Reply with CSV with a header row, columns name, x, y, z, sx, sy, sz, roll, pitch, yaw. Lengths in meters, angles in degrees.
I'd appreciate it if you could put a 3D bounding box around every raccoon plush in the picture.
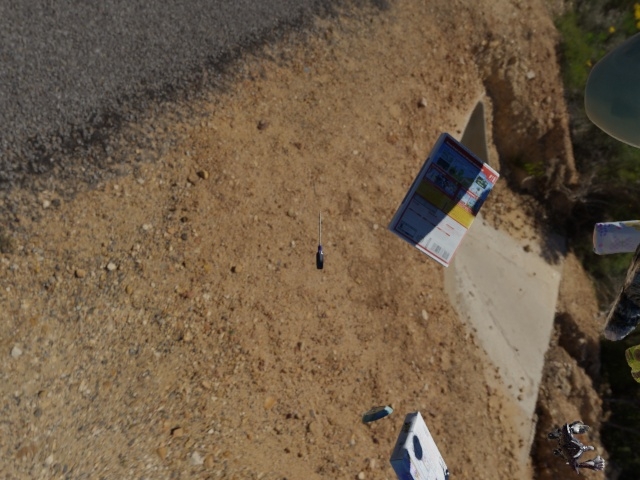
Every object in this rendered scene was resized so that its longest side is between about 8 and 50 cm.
name,x,y,z,sx,sy,sz,roll,pitch,yaw
raccoon plush,1.045,0.144,1.219,0.299,0.446,0.216,21,50,28

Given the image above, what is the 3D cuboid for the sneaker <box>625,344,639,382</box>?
name,x,y,z,sx,sy,sz,roll,pitch,yaw
sneaker,0.755,0.242,0.905,0.295,0.124,0.109,49,27,-68

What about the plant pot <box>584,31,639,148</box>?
name,x,y,z,sx,sy,sz,roll,pitch,yaw
plant pot,0.722,-0.338,0.958,0.290,0.195,0.290,-10,107,-36

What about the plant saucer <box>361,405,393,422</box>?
name,x,y,z,sx,sy,sz,roll,pitch,yaw
plant saucer,0.198,0.615,1.535,0.119,0.119,0.021,-11,76,-38

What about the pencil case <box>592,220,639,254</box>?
name,x,y,z,sx,sy,sz,roll,pitch,yaw
pencil case,1.114,-0.010,1.508,0.113,0.273,0.124,-54,132,-42

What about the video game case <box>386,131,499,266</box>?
name,x,y,z,sx,sy,sz,roll,pitch,yaw
video game case,0.318,-0.100,1.105,0.204,0.025,0.285,31,88,-20

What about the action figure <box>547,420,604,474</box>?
name,x,y,z,sx,sy,sz,roll,pitch,yaw
action figure,0.911,0.730,1.535,0.141,0.275,0.164,-11,67,10

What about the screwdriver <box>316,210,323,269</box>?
name,x,y,z,sx,sy,sz,roll,pitch,yaw
screwdriver,0.000,0.000,1.231,0.025,0.024,0.169,-8,103,-60

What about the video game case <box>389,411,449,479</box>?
name,x,y,z,sx,sy,sz,roll,pitch,yaw
video game case,0.348,0.784,1.489,0.269,0.061,0.244,63,28,-4
